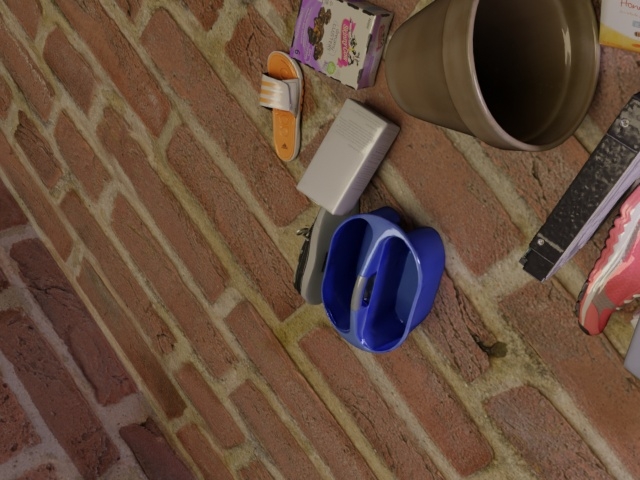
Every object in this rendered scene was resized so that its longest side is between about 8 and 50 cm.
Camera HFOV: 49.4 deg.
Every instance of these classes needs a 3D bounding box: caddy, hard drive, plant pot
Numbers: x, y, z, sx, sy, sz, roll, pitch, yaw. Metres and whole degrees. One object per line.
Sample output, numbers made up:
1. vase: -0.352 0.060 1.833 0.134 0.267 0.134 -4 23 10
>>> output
1. caddy: 0.129 0.089 1.561 0.241 0.179 0.341 29 125 29
2. hard drive: 0.475 -0.100 1.152 0.064 0.237 0.338 41 128 20
3. plant pot: 0.273 -0.314 1.218 0.280 0.323 0.323 10 115 56

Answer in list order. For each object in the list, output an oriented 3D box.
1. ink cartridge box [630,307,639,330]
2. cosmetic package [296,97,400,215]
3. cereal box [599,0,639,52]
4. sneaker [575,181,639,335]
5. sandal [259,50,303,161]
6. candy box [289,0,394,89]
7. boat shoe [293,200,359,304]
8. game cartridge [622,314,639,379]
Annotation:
1. ink cartridge box: 0.694 0.207 1.177 0.201 0.117 0.278 -29 88 43
2. cosmetic package: 0.060 -0.179 1.517 0.117 0.085 0.231 38 107 23
3. cereal box: 0.514 -0.379 1.044 0.173 0.047 0.240 25 159 31
4. sneaker: 0.557 0.058 1.232 0.136 0.116 0.313 28 124 27
5. sandal: -0.097 -0.310 1.650 0.102 0.076 0.265 13 116 36
6. candy box: 0.041 -0.437 1.486 0.196 0.070 0.164 33 126 26
7. boat shoe: 0.003 0.000 1.678 0.105 0.113 0.306 39 125 46
8. game cartridge: 0.647 0.196 1.097 0.294 0.060 0.196 24 117 31
